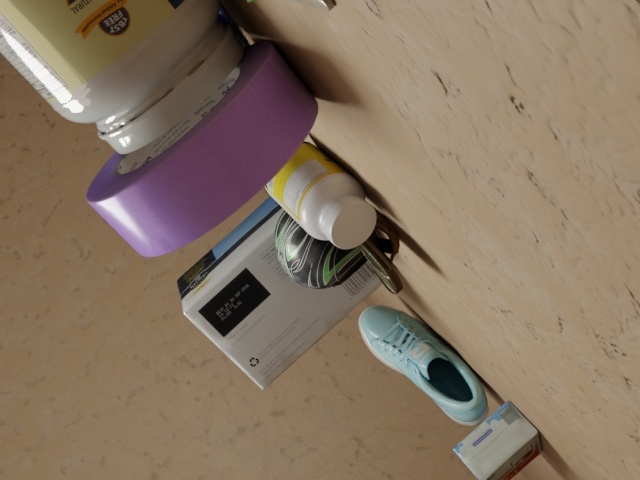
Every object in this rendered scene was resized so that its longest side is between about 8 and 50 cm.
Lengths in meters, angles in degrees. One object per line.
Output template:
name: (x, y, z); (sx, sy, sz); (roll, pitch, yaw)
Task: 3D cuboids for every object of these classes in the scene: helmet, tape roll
helmet: (0.000, 0.000, 1.340); (0.169, 0.161, 0.169); (48, 177, 4)
tape roll: (-0.137, -0.108, 0.903); (0.090, 0.275, 0.275); (50, 176, -23)

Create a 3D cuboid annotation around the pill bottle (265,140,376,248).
pill bottle: (0.000, -0.064, 1.125); (0.184, 0.103, 0.103); (45, 175, 45)

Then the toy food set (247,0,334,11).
toy food set: (-0.084, -0.232, 0.567); (0.218, 0.071, 0.128); (51, 176, -41)

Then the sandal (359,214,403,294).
sandal: (0.086, -0.005, 1.171); (0.090, 0.060, 0.219); (57, -173, -29)

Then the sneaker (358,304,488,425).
sneaker: (0.229, 0.252, 1.736); (0.366, 0.135, 0.150); (37, 165, 23)

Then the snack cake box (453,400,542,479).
snack cake box: (0.378, 0.442, 1.647); (0.089, 0.152, 0.264); (47, 176, 28)

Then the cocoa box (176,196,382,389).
cocoa box: (-0.078, 0.069, 1.542); (0.231, 0.347, 0.228); (49, 177, -18)

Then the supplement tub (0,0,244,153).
supplement tub: (-0.262, -0.281, 0.867); (0.325, 0.235, 0.235); (50, 176, -25)

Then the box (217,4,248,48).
box: (-0.125, -0.260, 1.087); (0.136, 0.036, 0.225); (45, 174, 43)
